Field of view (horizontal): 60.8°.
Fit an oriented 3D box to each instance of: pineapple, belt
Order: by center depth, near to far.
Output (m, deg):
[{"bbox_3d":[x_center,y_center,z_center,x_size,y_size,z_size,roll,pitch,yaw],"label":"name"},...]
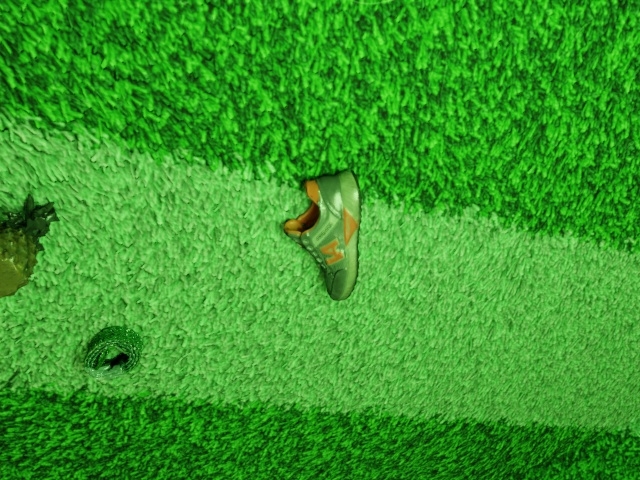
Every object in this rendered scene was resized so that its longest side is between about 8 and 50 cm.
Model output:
[{"bbox_3d":[-0.593,0.004,1.060,0.128,0.248,0.128,-2,121,-3],"label":"pineapple"},{"bbox_3d":[-0.514,0.287,1.347,0.151,0.079,0.121,-35,122,10],"label":"belt"}]

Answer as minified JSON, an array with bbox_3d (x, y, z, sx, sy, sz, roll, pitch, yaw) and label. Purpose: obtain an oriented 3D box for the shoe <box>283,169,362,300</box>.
[{"bbox_3d":[0.000,0.000,1.265,0.171,0.132,0.336,-1,119,-6],"label":"shoe"}]
